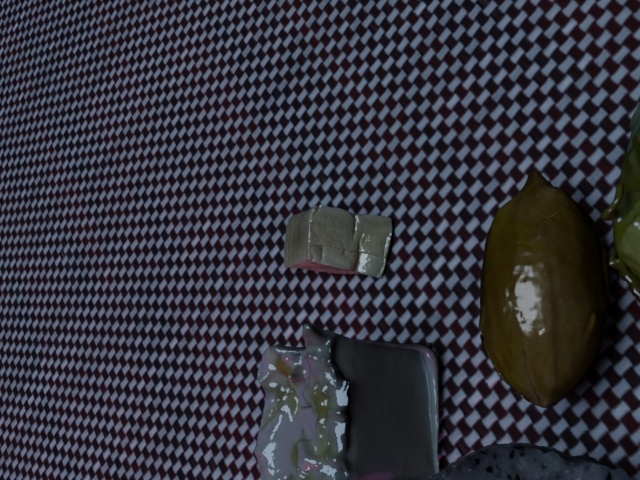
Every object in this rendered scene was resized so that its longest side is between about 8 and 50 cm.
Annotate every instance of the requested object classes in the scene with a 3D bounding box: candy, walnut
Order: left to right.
[{"bbox_3d":[0.034,0.193,1.157,0.137,0.195,0.185,-13,75,47],"label":"candy"},{"bbox_3d":[0.225,0.046,1.043,0.137,0.137,0.245,-7,71,43],"label":"walnut"}]

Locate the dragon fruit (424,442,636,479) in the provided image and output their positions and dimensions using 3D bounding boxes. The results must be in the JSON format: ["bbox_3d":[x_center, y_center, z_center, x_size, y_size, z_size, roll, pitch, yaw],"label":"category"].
[{"bbox_3d":[0.203,0.335,0.953,0.221,0.203,0.283,106,143,-63],"label":"dragon fruit"}]

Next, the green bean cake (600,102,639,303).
[{"bbox_3d":[0.387,-0.087,0.859,0.202,0.285,0.310,49,140,15],"label":"green bean cake"}]

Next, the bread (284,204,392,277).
[{"bbox_3d":[0.018,0.004,1.335,0.152,0.105,0.077,168,112,-76],"label":"bread"}]
